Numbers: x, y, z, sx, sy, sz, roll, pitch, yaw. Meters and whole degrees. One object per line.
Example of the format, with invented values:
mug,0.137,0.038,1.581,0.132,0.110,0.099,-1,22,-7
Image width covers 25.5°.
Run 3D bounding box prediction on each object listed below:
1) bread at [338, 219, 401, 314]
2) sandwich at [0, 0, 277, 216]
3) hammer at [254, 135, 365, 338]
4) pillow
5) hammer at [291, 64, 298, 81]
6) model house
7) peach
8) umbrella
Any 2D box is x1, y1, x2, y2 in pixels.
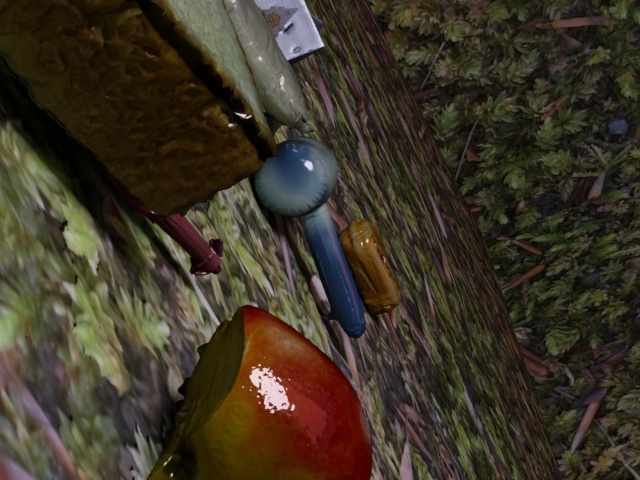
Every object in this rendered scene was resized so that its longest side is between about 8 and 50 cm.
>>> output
bread,0.055,0.028,1.566,0.083,0.044,0.111,-89,156,-75
sandwich,-0.148,-0.179,0.783,0.273,0.095,0.249,46,20,-50
hammer,0.000,0.000,1.293,0.116,0.069,0.194,-50,121,-80
pillow,-0.077,-0.166,1.227,0.181,0.078,0.134,60,8,-16
hammer,-0.071,-0.265,1.653,0.182,0.017,0.062,62,11,-21
model house,-0.043,-0.207,1.454,0.117,0.088,0.167,67,10,5
peach,-0.028,0.119,0.768,0.118,0.151,0.151,20,18,-4
umbrella,-0.108,-0.027,0.887,0.165,0.025,0.027,51,39,-42
